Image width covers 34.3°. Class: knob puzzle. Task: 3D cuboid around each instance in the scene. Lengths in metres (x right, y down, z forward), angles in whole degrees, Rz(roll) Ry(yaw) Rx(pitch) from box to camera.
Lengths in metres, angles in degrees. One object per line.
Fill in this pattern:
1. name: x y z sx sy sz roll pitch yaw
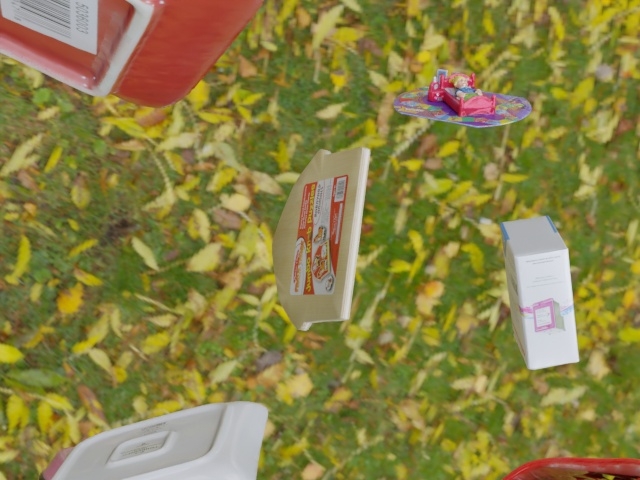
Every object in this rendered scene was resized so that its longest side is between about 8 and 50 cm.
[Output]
1. knob puzzle: 0.000 0.000 1.089 0.030 0.213 0.213 10 97 -25

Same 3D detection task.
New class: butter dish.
1. butter dish: -0.090 -0.133 0.353 0.160 0.160 0.118 26 73 -15

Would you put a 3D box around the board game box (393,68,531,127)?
1. board game box: 0.173 -0.180 1.271 0.133 0.169 0.033 -35 131 -50

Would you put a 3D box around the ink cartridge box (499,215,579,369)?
1. ink cartridge box: 0.210 0.050 1.000 0.052 0.088 0.122 -9 112 3

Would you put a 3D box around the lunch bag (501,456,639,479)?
1. lunch bag: 0.126 0.198 0.385 0.293 0.258 0.120 -32 140 25

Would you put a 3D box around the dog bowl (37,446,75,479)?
1. dog bowl: -0.245 0.425 1.501 0.408 0.408 0.150 26 83 -38

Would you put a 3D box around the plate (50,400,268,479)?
1. plate: -0.206 0.262 1.227 0.277 0.278 0.045 -16 99 4
